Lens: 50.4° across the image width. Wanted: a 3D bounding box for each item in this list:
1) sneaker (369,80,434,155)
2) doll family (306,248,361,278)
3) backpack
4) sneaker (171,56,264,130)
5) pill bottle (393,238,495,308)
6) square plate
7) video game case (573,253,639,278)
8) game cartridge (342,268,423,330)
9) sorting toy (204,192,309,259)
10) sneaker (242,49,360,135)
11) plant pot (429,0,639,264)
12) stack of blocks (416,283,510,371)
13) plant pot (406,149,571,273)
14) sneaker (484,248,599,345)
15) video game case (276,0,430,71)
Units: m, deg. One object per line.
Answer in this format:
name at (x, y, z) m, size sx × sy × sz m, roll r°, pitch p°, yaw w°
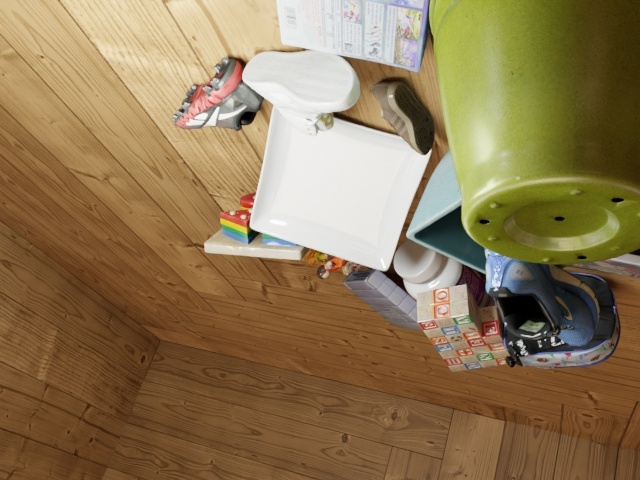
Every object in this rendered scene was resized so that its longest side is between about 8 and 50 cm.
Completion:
sneaker at (0.160, -0.240, 1.312) m, size 0.071 × 0.066 × 0.188 m, roll 21°, pitch 158°, yaw 42°
doll family at (0.051, 0.026, 1.836) m, size 0.163 × 0.118 × 0.263 m, roll -34°, pitch 167°, yaw 21°
backpack at (0.610, 0.205, 1.707) m, size 0.263 × 0.276 × 0.213 m, roll -7°, pitch 152°, yaw 33°
sneaker at (-0.214, -0.279, 1.437) m, size 0.135 × 0.097 × 0.276 m, roll 34°, pitch 151°, yaw -26°
pill bottle at (0.326, 0.110, 1.803) m, size 0.169 × 0.169 × 0.301 m, roll -4°, pitch 148°, yaw 42°
square plate at (0.035, -0.120, 1.512) m, size 0.344 × 0.049 × 0.347 m, roll 18°, pitch 126°, yaw 3°
video game case at (0.681, 0.055, 1.532) m, size 0.201 × 0.023 × 0.183 m, roll 12°, pitch 173°, yaw 14°
game cartridge at (0.199, 0.174, 2.007) m, size 0.230 × 0.068 × 0.355 m, roll 36°, pitch 171°, yaw -6°
sorting toy at (-0.134, -0.049, 1.750) m, size 0.255 × 0.257 × 0.089 m, roll 4°, pitch 113°, yaw 16°
sneaker at (-0.001, -0.265, 1.268) m, size 0.292 × 0.108 × 0.169 m, roll 27°, pitch 171°, yaw 46°
plant pot at (0.317, -0.169, 0.896) m, size 0.366 × 0.353 × 0.366 m, roll 7°, pitch 155°, yaw 3°
stack of blocks at (0.375, 0.227, 1.740) m, size 0.171 × 0.087 × 0.297 m, roll -14°, pitch 141°, yaw 22°
plant pot at (0.342, -0.101, 1.221) m, size 0.247 × 0.252 × 0.248 m, roll 25°, pitch 156°, yaw -12°
sneaker at (0.372, 0.116, 1.174) m, size 0.130 × 0.147 × 0.330 m, roll -8°, pitch 146°, yaw 46°
video game case at (0.051, -0.390, 1.042) m, size 0.244 × 0.061 × 0.269 m, roll 15°, pitch 156°, yaw 9°
